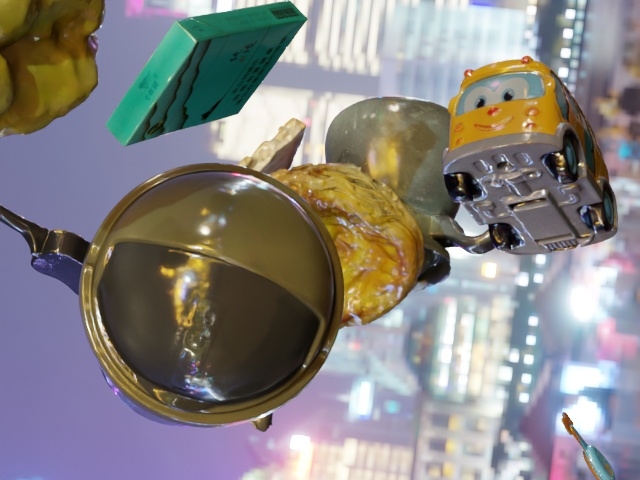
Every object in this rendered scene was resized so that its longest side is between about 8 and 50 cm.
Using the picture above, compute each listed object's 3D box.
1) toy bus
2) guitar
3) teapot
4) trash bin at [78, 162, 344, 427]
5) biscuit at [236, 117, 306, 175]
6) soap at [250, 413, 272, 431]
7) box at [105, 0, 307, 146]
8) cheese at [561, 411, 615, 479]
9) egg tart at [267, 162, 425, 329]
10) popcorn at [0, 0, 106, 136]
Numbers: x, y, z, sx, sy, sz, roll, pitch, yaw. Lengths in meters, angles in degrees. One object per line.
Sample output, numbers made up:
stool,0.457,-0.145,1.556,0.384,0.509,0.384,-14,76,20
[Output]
toy bus,0.201,-0.083,1.482,0.209,0.126,0.136,43,-137,-51
guitar,-0.307,-0.008,1.631,0.271,0.084,0.038,33,-129,-31
teapot,0.149,-0.043,2.299,0.223,0.305,0.285,89,-174,-66
trash bin,-0.099,0.056,1.304,0.334,0.214,0.214,136,144,-72
biscuit,-0.132,-0.035,2.250,0.309,0.040,0.204,-50,-11,-33
soap,-0.185,0.142,2.490,0.159,0.257,0.302,19,-104,-40
box,-0.125,-0.190,1.735,0.161,0.042,0.226,-52,-15,30
cheese,0.313,0.247,1.803,0.111,0.017,0.047,54,-161,-6
egg tart,0.000,0.000,2.118,0.116,0.294,0.295,-95,4,-51
popcorn,-0.244,-0.179,0.995,0.192,0.266,0.233,26,136,59
